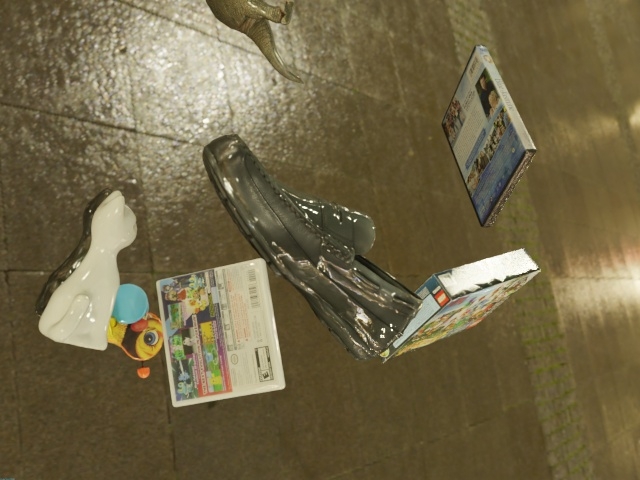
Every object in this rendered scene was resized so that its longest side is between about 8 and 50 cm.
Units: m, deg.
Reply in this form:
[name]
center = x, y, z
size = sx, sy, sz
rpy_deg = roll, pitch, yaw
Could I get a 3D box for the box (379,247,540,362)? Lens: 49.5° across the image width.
[box]
center = 0.196, 0.091, 1.003
size = 0.233, 0.159, 0.044
rpy_deg = -11, 59, -44

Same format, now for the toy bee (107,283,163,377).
[toy bee]
center = -0.343, 0.159, 1.241
size = 0.195, 0.298, 0.162
rpy_deg = 59, 36, -73

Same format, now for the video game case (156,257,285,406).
[video game case]
center = -0.157, 0.143, 1.077
size = 0.023, 0.183, 0.201
rpy_deg = 23, 56, -73

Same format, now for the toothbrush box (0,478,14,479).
[toothbrush box]
center = -0.591, 0.567, 1.168
size = 0.126, 0.295, 0.216
rpy_deg = 10, 96, -28

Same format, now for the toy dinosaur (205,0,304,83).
[toy dinosaur]
center = -0.112, -0.336, 0.874
size = 0.313, 0.160, 0.121
rpy_deg = 42, 73, -35

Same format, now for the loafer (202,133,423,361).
[loafer]
center = 0.000, 0.000, 0.505
size = 0.223, 0.078, 0.076
rpy_deg = 50, 1, -34

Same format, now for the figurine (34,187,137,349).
[figurine]
center = -0.317, 0.027, 0.966
size = 0.092, 0.215, 0.209
rpy_deg = 20, 87, -24

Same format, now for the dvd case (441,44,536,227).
[dvd case]
center = 0.269, -0.173, 1.147
size = 0.022, 0.180, 0.253
rpy_deg = -1, 52, -14
